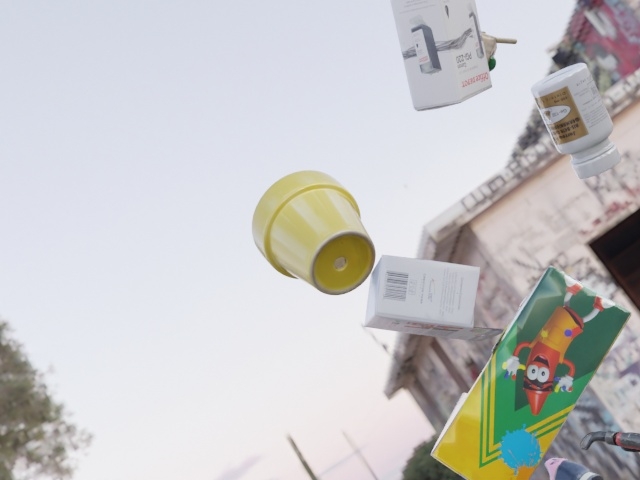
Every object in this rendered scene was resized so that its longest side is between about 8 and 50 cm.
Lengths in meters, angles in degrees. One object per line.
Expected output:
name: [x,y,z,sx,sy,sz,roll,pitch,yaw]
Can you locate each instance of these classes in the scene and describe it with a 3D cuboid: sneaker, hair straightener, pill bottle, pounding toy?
sneaker: [0.539,0.625,2.255,0.112,0.131,0.319,-11,-63,-39]
hair straightener: [0.494,0.303,1.465,0.230,0.047,0.089,-1,-12,21]
pill bottle: [0.561,-0.257,2.209,0.131,0.229,0.131,-26,9,5]
pounding toy: [0.282,-0.357,1.877,0.130,0.141,0.100,-3,-67,-80]

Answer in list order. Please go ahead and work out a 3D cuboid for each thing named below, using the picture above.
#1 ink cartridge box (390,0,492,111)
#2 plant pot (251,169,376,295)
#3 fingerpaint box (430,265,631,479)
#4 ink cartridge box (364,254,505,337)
ink cartridge box: [0.199,-0.336,1.677,0.092,0.218,0.158,-5,15,31]
plant pot: [0.000,0.000,2.312,0.254,0.239,0.254,-12,-58,-21]
fingerpaint box: [0.361,0.265,1.827,0.371,0.163,0.445,-57,-12,-3]
ink cartridge box: [0.242,0.130,2.161,0.272,0.130,0.309,8,-9,-1]
